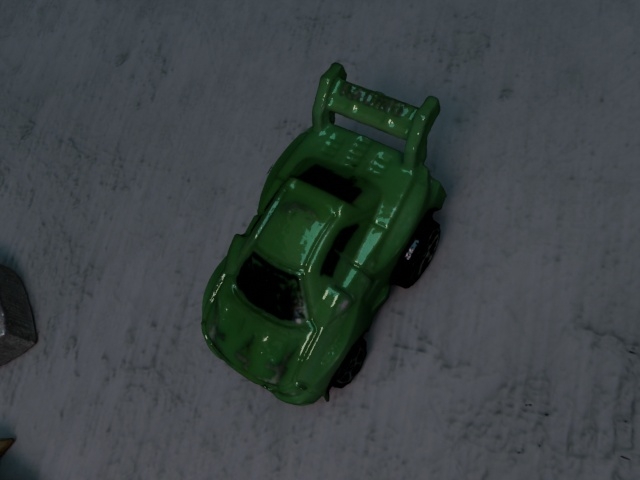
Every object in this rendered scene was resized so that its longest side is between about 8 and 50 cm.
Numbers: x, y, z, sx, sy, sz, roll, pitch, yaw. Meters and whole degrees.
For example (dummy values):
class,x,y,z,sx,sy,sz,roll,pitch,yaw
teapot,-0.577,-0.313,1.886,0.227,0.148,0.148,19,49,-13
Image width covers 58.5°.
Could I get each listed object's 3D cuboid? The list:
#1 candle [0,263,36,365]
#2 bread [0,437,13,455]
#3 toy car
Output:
class,x,y,z,sx,sy,sz,roll,pitch,yaw
candle,-0.490,0.118,0.816,0.168,0.068,0.192,12,73,20
bread,-0.463,0.306,0.727,0.080,0.084,0.109,-3,69,16
toy car,0.000,0.000,0.667,0.213,0.176,0.358,30,80,24
